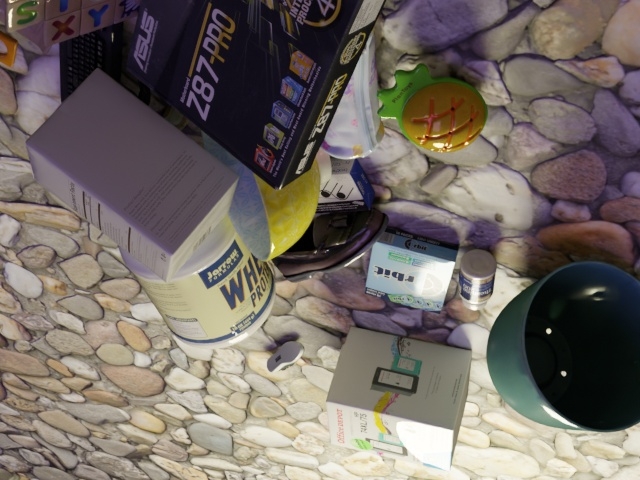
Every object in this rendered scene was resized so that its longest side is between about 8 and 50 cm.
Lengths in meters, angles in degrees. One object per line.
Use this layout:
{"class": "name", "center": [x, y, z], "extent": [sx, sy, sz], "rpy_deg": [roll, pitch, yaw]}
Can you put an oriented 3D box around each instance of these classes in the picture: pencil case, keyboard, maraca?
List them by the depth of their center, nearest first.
{"class": "pencil case", "center": [0.036, -0.247, 1.571], "extent": [0.124, 0.113, 0.273], "rpy_deg": [31, 152, 26]}
{"class": "maraca", "center": [0.171, -0.198, 1.575], "extent": [0.186, 0.099, 0.127], "rpy_deg": [25, 119, -29]}
{"class": "keyboard", "center": [-0.364, -0.273, 1.763], "extent": [0.202, 0.033, 0.317], "rpy_deg": [31, 146, 8]}

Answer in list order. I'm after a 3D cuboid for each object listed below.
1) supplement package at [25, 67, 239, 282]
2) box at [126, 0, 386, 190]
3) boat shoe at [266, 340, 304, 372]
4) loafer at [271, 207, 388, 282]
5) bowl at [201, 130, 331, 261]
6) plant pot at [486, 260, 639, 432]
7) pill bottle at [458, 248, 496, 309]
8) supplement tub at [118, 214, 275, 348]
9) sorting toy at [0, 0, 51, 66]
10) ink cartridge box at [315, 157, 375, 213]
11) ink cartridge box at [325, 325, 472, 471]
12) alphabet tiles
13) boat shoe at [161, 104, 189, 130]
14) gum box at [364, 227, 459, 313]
{"class": "supplement package", "center": [-0.306, -0.102, 1.697], "extent": [0.293, 0.177, 0.175], "rpy_deg": [38, 160, 2]}
{"class": "box", "center": [-0.094, -0.307, 1.434], "extent": [0.318, 0.097, 0.395], "rpy_deg": [41, 137, 13]}
{"class": "boat shoe", "center": [-0.073, 0.265, 2.379], "extent": [0.040, 0.049, 0.142], "rpy_deg": [1, 156, -36]}
{"class": "loafer", "center": [0.000, 0.000, 1.934], "extent": [0.095, 0.109, 0.302], "rpy_deg": [39, 143, -19]}
{"class": "bowl", "center": [-0.076, -0.126, 1.724], "extent": [0.156, 0.289, 0.289], "rpy_deg": [-22, 147, -16]}
{"class": "plant pot", "center": [0.431, 0.202, 1.856], "extent": [0.293, 0.293, 0.235], "rpy_deg": [28, 159, -11]}
{"class": "pill bottle", "center": [0.289, 0.076, 1.927], "extent": [0.067, 0.067, 0.120], "rpy_deg": [11, 144, 12]}
{"class": "supplement tub", "center": [-0.238, 0.029, 1.967], "extent": [0.235, 0.235, 0.325], "rpy_deg": [2, 142, 23]}
{"class": "sorting toy", "center": [-0.482, -0.412, 1.655], "extent": [0.196, 0.047, 0.348], "rpy_deg": [37, 139, -12]}
{"class": "ink cartridge box", "center": [-0.017, -0.095, 1.861], "extent": [0.207, 0.046, 0.097], "rpy_deg": [-3, 138, 29]}
{"class": "ink cartridge box", "center": [0.168, 0.337, 2.221], "extent": [0.270, 0.197, 0.198], "rpy_deg": [11, 144, 13]}
{"class": "alphabet tiles", "center": [-0.297, -0.404, 1.416], "extent": [0.011, 0.285, 0.342], "rpy_deg": [54, 150, 19]}
{"class": "boat shoe", "center": [-0.279, -0.181, 1.865], "extent": [0.048, 0.056, 0.153], "rpy_deg": [24, 135, -11]}
{"class": "gum box", "center": [0.170, 0.059, 1.982], "extent": [0.157, 0.041, 0.184], "rpy_deg": [15, 146, 6]}
